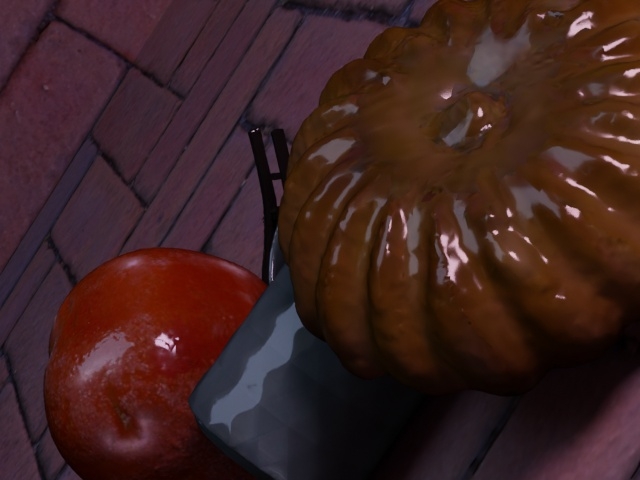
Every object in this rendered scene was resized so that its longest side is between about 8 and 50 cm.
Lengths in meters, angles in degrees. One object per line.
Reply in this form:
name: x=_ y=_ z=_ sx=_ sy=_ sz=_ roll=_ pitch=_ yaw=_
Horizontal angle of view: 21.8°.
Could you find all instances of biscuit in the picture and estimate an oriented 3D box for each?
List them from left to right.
biscuit: x=0.110 y=-0.053 z=1.059 sx=0.326 sy=0.107 sz=0.325 roll=-17 pitch=47 yaw=20

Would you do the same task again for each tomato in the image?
tomato: x=-0.111 y=0.110 z=1.362 sx=0.189 sy=0.232 sz=0.232 roll=-25 pitch=35 yaw=34

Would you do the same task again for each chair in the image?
chair: x=0.000 y=0.000 z=1.499 sx=0.084 sy=0.101 sz=0.212 roll=-169 pitch=72 yaw=-71

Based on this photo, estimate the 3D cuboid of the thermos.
thermos: x=0.028 y=0.040 z=1.216 sx=0.182 sy=0.145 sz=0.286 roll=35 pitch=92 yaw=34
